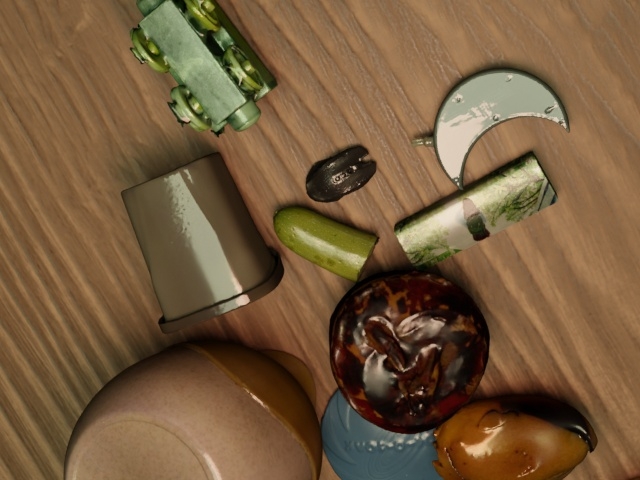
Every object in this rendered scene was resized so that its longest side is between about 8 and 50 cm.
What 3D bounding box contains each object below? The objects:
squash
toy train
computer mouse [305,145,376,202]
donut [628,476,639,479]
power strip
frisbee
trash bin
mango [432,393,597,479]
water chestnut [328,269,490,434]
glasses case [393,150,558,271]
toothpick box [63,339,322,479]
[{"bbox_3d":[0.000,0.000,1.782,0.188,0.095,0.095,24,108,4],"label":"squash"},{"bbox_3d":[-0.193,-0.299,1.662,0.159,0.188,0.271,-35,97,15],"label":"toy train"},{"bbox_3d":[0.033,-0.111,1.763,0.135,0.047,0.079,-29,102,12],"label":"computer mouse"},{"bbox_3d":[0.643,0.526,1.837,0.261,0.128,0.208,7,106,5],"label":"donut"},{"bbox_3d":[0.277,-0.196,1.699,0.253,0.054,0.167,-27,95,14],"label":"power strip"},{"bbox_3d":[0.141,0.372,1.894,0.289,0.049,0.289,2,107,6],"label":"frisbee"},{"bbox_3d":[-0.211,-0.005,1.743,0.220,0.219,0.250,-22,97,11],"label":"trash bin"},{"bbox_3d":[0.340,0.366,1.804,0.287,0.152,0.201,3,102,-4],"label":"mango"},{"bbox_3d":[0.156,0.197,1.711,0.300,0.300,0.300,2,107,7],"label":"water chestnut"},{"bbox_3d":[0.267,-0.047,1.745,0.272,0.062,0.095,-29,101,15],"label":"glasses case"},{"bbox_3d":[-0.204,0.369,1.746,0.409,0.425,0.409,3,97,21],"label":"toothpick box"}]
